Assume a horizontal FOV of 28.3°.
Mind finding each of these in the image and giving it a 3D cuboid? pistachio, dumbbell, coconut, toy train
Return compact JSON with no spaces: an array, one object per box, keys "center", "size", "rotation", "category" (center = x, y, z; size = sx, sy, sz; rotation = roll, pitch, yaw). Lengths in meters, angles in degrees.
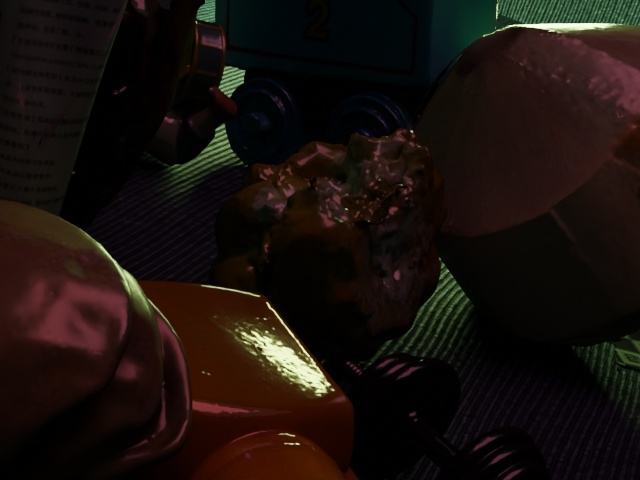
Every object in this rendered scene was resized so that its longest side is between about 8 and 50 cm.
[{"center":[-0.205,0.062,0.696],"size":[0.293,0.182,0.162],"rotation":[4,-31,38],"category":"pistachio"},{"center":[0.082,0.144,0.866],"size":[0.099,0.099,0.208],"rotation":[-1,30,-42],"category":"dumbbell"},{"center":[0.227,-0.063,1.202],"size":[0.323,0.323,0.323],"rotation":[17,21,-7],"category":"coconut"},{"center":[0.041,-0.199,1.400],"size":[0.300,0.265,0.188],"rotation":[11,16,34],"category":"toy train"}]

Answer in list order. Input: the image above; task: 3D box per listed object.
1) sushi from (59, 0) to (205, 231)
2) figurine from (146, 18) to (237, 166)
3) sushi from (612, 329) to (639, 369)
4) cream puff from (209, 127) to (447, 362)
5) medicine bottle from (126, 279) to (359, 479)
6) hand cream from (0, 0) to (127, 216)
[{"center":[-0.281,-0.127,0.919],"size":[0.294,0.299,0.281],"rotation":[24,-10,-38],"category":"sushi"},{"center":[-0.228,-0.166,1.280],"size":[0.275,0.158,0.161],"rotation":[7,15,-30],"category":"figurine"},{"center":[0.388,0.111,1.304],"size":[0.201,0.031,0.139],"rotation":[17,22,-6],"category":"sushi"},{"center":[0.001,0.005,1.066],"size":[0.194,0.195,0.221],"rotation":[29,35,25],"category":"cream puff"},{"center":[-0.065,0.122,0.776],"size":[0.149,0.112,0.222],"rotation":[6,25,-31],"category":"medicine bottle"},{"center":[-0.182,-0.046,0.784],"size":[0.085,0.331,0.058],"rotation":[6,27,-31],"category":"hand cream"}]
